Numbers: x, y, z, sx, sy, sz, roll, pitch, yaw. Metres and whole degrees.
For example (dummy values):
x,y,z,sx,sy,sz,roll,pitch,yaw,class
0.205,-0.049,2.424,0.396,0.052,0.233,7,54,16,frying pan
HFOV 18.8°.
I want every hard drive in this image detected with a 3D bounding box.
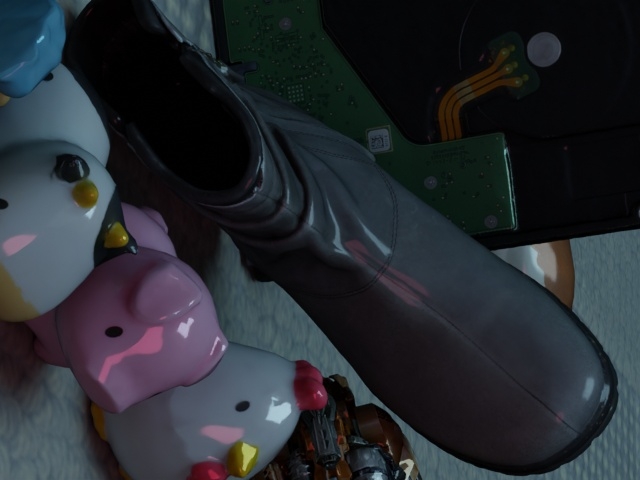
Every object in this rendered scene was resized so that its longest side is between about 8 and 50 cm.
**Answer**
x,y,z,sx,sy,sz,roll,pitch,yaw,class
0.101,-0.109,1.230,0.064,0.339,0.237,4,78,-68,hard drive

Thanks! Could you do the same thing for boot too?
x,y,z,sx,sy,sz,roll,pitch,yaw,class
0.000,0.000,1.082,0.118,0.338,0.223,-54,150,1,boot

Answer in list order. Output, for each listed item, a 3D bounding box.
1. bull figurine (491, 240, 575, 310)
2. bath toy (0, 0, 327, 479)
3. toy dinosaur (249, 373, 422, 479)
x,y,z,sx,sy,sz,roll,pitch,yaw,class
0.148,0.004,1.599,0.188,0.101,0.310,-28,105,-61,bull figurine
-0.104,0.018,0.981,0.348,0.129,0.151,59,31,-42,bath toy
0.023,0.168,1.149,0.322,0.164,0.218,-66,147,-57,toy dinosaur
